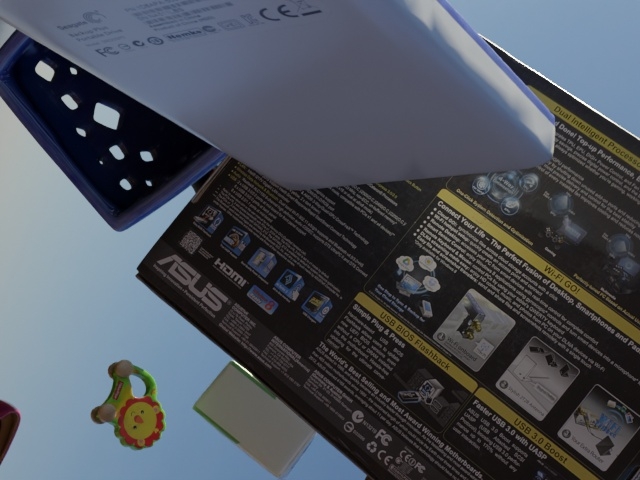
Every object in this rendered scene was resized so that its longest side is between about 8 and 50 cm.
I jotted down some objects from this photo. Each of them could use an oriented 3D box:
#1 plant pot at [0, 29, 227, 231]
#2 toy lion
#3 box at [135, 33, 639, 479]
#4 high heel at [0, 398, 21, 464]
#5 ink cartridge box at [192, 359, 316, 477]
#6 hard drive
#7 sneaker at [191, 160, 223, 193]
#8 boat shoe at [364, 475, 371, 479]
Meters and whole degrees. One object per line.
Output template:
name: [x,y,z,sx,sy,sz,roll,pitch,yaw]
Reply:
plant pot: [-0.173,-0.187,1.134,0.236,0.236,0.212,-32,-170,40]
toy lion: [-0.240,0.216,1.345,0.034,0.096,0.100,-23,-137,52]
box: [0.102,0.026,0.797,0.318,0.395,0.097,-53,162,0]
high heel: [-0.363,0.265,0.995,0.117,0.082,0.244,-9,-131,42]
ink cartridge box: [-0.089,0.262,1.496,0.093,0.154,0.212,-51,172,-13]
hard drive: [-0.025,-0.106,0.586,0.210,0.318,0.040,-3,-109,33]
sneaker: [-0.171,-0.150,1.496,0.104,0.125,0.262,-45,-116,50]
boat shoe: [0.182,0.307,1.471,0.285,0.089,0.105,-36,-119,34]
